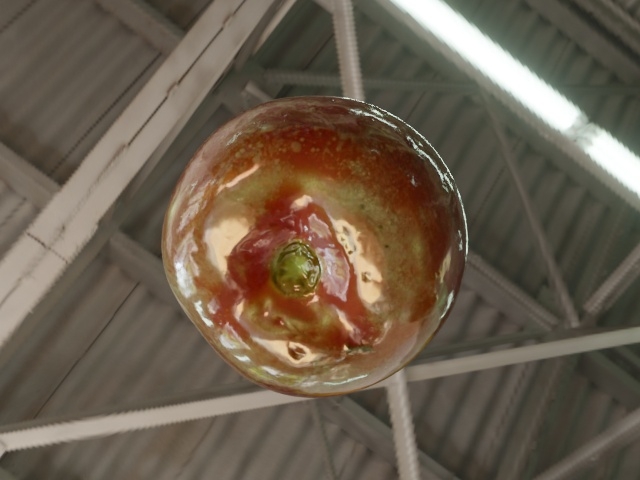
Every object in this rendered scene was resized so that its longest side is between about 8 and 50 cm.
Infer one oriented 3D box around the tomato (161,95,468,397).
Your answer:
[{"bbox_3d":[0.000,0.000,0.977,0.270,0.222,0.270,4,-71,13],"label":"tomato"}]
